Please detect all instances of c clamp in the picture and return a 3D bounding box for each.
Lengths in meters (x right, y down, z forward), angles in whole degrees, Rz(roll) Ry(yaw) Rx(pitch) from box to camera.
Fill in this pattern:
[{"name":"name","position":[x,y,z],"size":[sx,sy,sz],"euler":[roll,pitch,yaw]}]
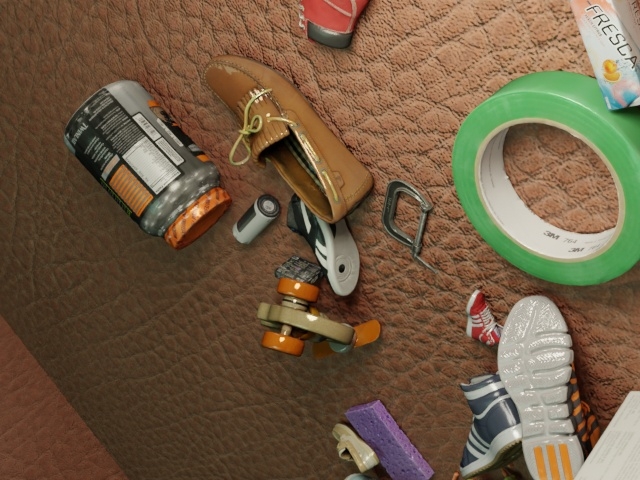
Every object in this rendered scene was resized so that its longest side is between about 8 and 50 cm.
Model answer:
[{"name":"c clamp","position":[0.166,-0.033,1.626],"size":[0.137,0.022,0.160],"euler":[33,141,31]}]

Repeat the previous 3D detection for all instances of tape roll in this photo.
[{"name":"tape roll","position":[0.349,-0.087,1.340],"size":[0.321,0.077,0.321],"euler":[26,137,28]}]

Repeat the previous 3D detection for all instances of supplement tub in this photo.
[{"name":"supplement tub","position":[-0.356,-0.154,1.910],"size":[0.338,0.207,0.207],"euler":[47,143,5]}]

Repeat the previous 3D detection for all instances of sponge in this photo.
[{"name":"sponge","position":[0.152,0.453,2.036],"size":[0.210,0.031,0.117],"euler":[53,144,-3]}]

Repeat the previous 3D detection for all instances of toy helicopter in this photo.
[{"name":"toy helicopter","position":[-0.030,0.177,1.904],"size":[0.235,0.140,0.355],"euler":[18,171,-18]}]

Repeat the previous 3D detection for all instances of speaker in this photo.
[{"name":"speaker","position":[-0.134,-0.043,1.899],"size":[0.055,0.055,0.136],"euler":[50,144,1]}]

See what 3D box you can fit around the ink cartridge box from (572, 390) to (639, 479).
[{"name":"ink cartridge box","position":[0.562,0.340,1.284],"size":[0.385,0.308,0.091],"euler":[-7,115,47]}]

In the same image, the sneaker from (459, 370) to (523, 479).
[{"name":"sneaker","position":[0.309,0.343,1.705],"size":[0.282,0.099,0.153],"euler":[110,141,-59]}]

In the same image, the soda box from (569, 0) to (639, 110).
[{"name":"soda box","position":[0.378,-0.264,1.171],"size":[0.058,0.063,0.183],"euler":[-6,116,49]}]

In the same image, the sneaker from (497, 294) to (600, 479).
[{"name":"sneaker","position":[0.391,0.255,1.547],"size":[0.125,0.180,0.321],"euler":[-8,81,27]}]

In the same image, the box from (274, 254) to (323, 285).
[{"name":"box","position":[-0.044,0.066,1.885],"size":[0.083,0.067,0.018],"euler":[22,135,32]}]

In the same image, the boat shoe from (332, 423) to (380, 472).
[{"name":"boat shoe","position":[0.067,0.477,2.090],"size":[0.170,0.059,0.063],"euler":[26,148,58]}]

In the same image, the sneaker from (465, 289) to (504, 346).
[{"name":"sneaker","position":[0.294,0.141,1.616],"size":[0.067,0.042,0.118],"euler":[29,146,33]}]

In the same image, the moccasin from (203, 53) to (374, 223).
[{"name":"moccasin","position":[-0.078,-0.183,1.645],"size":[0.380,0.147,0.139],"euler":[50,143,2]}]

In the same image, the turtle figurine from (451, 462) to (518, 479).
[{"name":"turtle figurine","position":[0.366,0.556,1.852],"size":[0.217,0.087,0.269],"euler":[46,143,7]}]

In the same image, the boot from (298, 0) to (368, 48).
[{"name":"boot","position":[-0.035,-0.417,1.460],"size":[0.244,0.088,0.176],"euler":[39,143,10]}]

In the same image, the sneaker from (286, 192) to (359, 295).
[{"name":"sneaker","position":[0.000,0.000,1.785],"size":[0.121,0.079,0.216],"euler":[7,117,47]}]

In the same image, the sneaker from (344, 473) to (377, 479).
[{"name":"sneaker","position":[0.204,0.631,2.057],"size":[0.319,0.127,0.208],"euler":[42,145,-4]}]
